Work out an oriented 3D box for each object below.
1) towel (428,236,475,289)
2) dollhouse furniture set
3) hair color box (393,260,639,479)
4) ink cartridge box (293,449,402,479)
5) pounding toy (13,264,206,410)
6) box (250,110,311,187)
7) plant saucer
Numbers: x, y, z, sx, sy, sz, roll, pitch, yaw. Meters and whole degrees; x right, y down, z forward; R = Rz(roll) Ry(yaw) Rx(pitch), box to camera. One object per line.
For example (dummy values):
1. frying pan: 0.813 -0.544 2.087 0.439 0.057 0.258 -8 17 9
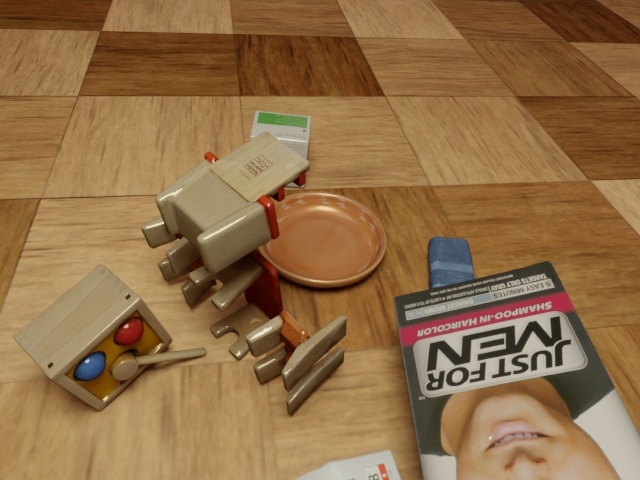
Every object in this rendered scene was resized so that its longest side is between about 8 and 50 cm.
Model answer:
1. towel: 0.195 0.045 0.744 0.067 0.029 0.120 9 45 1
2. dollhouse furniture set: -0.077 0.024 0.567 0.135 0.259 0.262 -37 60 -25
3. hair color box: 0.193 0.206 0.471 0.185 0.114 0.375 -15 42 12
4. ink cartridge box: 0.005 0.286 0.461 0.179 0.045 0.146 -4 45 -15
5. pounding toy: -0.224 0.118 0.558 0.100 0.141 0.130 33 64 24
6. box: -0.071 -0.158 0.867 0.101 0.102 0.087 5 46 -3
7. plant saucer: 0.000 0.000 0.760 0.199 0.037 0.200 4 43 -3
